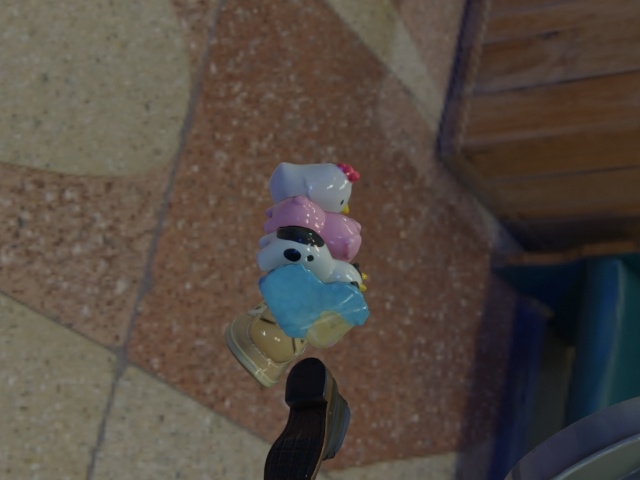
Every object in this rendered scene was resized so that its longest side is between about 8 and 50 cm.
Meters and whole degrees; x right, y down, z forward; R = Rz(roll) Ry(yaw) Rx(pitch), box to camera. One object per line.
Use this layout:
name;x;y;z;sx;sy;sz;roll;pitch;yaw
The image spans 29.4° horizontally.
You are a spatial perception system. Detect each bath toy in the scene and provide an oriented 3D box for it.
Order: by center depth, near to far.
bath toy;0.000;0.000;1.652;0.348;0.129;0.151;-90;156;-58

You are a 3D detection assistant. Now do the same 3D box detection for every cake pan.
cake pan;0.330;0.261;1.386;0.293;0.293;0.054;25;34;-51

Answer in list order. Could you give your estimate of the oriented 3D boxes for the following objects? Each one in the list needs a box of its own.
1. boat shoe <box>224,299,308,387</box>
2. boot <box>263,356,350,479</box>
boat shoe;-0.072;0.145;2.052;0.122;0.110;0.341;48;13;-5
boot;-0.006;0.268;1.541;0.106;0.082;0.219;50;44;-45
